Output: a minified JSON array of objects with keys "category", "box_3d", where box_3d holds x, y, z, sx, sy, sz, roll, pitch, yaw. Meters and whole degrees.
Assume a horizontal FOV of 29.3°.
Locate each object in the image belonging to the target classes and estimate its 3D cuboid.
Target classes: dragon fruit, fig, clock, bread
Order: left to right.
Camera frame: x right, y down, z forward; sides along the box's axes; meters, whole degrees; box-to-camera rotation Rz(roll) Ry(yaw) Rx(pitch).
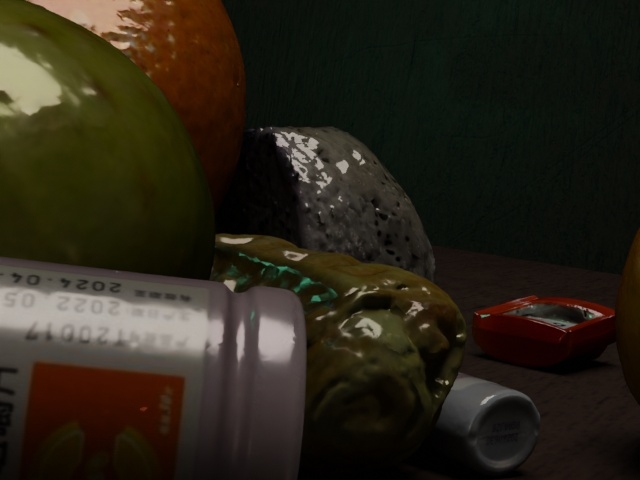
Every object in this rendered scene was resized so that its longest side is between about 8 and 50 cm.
[{"category":"fig","box_3d":[-0.214,-0.036,0.729,0.326,0.258,0.258,47,25,28]},{"category":"bread","box_3d":[-0.020,0.067,0.798,0.152,0.130,0.267,-42,30,-24]},{"category":"dragon fruit","box_3d":[0.000,0.000,1.184,0.203,0.221,0.283,-3,7,-34]},{"category":"clock","box_3d":[0.242,0.100,1.303,0.113,0.061,0.155,10,9,34]}]

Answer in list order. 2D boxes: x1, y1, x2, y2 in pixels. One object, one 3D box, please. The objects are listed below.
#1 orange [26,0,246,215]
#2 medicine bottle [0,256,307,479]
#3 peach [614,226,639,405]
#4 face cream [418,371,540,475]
[{"category":"orange","box_3d":[-0.274,-0.110,1.040,0.423,0.424,0.326,6,-35,-12]},{"category":"medicine bottle","box_3d":[-0.137,0.071,0.528,0.249,0.133,0.133,8,4,-7]},{"category":"peach","box_3d":[0.344,0.041,0.834,0.288,0.289,0.308,5,11,-30]},{"category":"face cream","box_3d":[0.059,0.109,0.853,0.084,0.057,0.198,2,7,-38]}]
